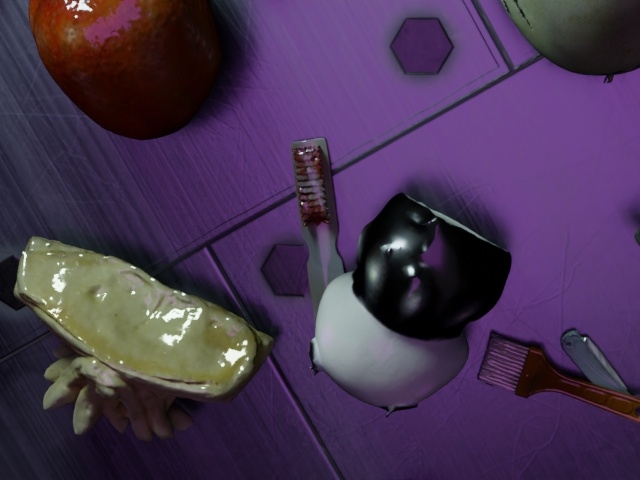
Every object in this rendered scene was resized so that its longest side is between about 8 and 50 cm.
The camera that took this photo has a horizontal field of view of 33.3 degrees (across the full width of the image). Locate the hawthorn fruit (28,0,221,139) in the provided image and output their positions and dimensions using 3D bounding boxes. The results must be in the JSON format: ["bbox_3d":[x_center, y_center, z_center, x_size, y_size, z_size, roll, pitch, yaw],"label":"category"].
[{"bbox_3d":[-0.283,-0.303,1.577,0.295,0.295,0.311,-13,96,12],"label":"hawthorn fruit"}]

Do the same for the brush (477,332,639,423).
[{"bbox_3d":[0.405,0.232,1.672,0.314,0.017,0.090,18,113,12],"label":"brush"}]

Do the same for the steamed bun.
[{"bbox_3d":[-0.311,0.188,1.725,0.428,0.247,0.189,20,147,0],"label":"steamed bun"}]

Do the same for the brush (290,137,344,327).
[{"bbox_3d":[0.000,0.000,1.704,0.060,0.050,0.321,-7,100,7],"label":"brush"}]

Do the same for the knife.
[{"bbox_3d":[0.438,0.206,1.675,0.044,0.023,0.162,-41,91,15],"label":"knife"}]

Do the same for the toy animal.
[{"bbox_3d":[0.122,0.102,1.612,0.251,0.251,0.310,28,97,4],"label":"toy animal"}]

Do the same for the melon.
[{"bbox_3d":[0.370,-0.376,1.458,0.268,0.268,0.330,-15,109,12],"label":"melon"}]

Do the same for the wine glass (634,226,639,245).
[{"bbox_3d":[0.653,0.118,1.520,0.267,0.267,0.406,-25,100,13],"label":"wine glass"}]
